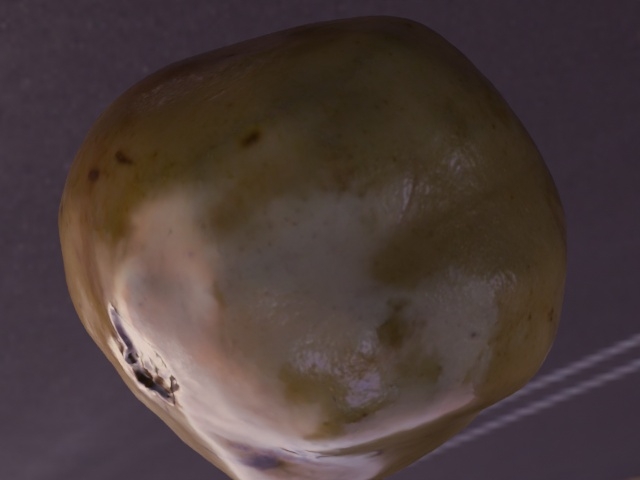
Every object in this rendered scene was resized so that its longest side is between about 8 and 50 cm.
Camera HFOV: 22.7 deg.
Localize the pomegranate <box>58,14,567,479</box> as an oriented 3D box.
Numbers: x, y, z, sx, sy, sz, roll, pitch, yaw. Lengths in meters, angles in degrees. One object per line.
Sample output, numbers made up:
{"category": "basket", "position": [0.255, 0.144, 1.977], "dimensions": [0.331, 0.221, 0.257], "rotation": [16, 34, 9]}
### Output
{"category": "pomegranate", "position": [0.000, 0.000, 1.038], "dimensions": [0.332, 0.333, 0.332], "rotation": [-4, 161, -1]}
